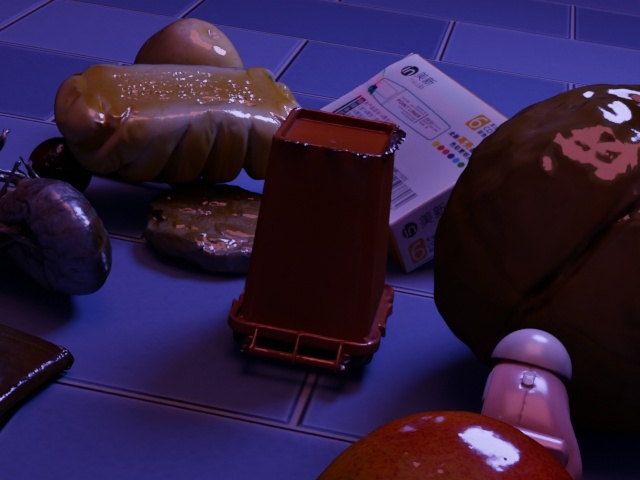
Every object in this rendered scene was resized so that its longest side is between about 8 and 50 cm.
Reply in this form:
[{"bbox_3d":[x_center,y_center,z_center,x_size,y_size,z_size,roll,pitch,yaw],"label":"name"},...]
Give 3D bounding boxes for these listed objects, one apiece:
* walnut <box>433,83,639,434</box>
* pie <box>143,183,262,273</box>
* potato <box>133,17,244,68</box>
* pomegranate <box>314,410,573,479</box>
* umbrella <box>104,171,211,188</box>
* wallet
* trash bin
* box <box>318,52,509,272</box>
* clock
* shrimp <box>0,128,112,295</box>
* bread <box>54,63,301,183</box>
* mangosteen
[{"bbox_3d":[0.306,0.016,1.279,0.398,0.308,0.354,-14,65,-40],"label":"walnut"},{"bbox_3d":[-0.125,-0.017,1.542,0.195,0.046,0.195,8,24,-3],"label":"pie"},{"bbox_3d":[-0.185,-0.209,1.773,0.150,0.146,0.234,21,-19,-17],"label":"potato"},{"bbox_3d":[0.063,0.228,0.837,0.257,0.221,0.221,-16,33,-38],"label":"pomegranate"},{"bbox_3d":[-0.214,-0.089,1.685,0.269,0.044,0.044,15,-5,15],"label":"umbrella"},{"bbox_3d":[-0.340,0.139,1.144,0.137,0.031,0.255,15,25,15],"label":"wallet"},{"bbox_3d":[0.000,0.000,1.300,0.161,0.238,0.184,10,25,7],"label":"trash bin"},{"bbox_3d":[0.115,-0.106,1.626,0.221,0.091,0.274,-31,42,-10],"label":"box"},{"bbox_3d":[0.168,0.172,1.066,0.093,0.166,0.162,11,32,7],"label":"clock"},{"bbox_3d":[-0.332,-0.030,1.414,0.116,0.145,0.343,-47,37,-18],"label":"shrimp"},{"bbox_3d":[-0.173,-0.142,1.593,0.311,0.121,0.173,-1,40,-22],"label":"bread"},{"bbox_3d":[-0.321,-0.090,1.607,0.081,0.081,0.081,6,24,-3],"label":"mangosteen"}]
